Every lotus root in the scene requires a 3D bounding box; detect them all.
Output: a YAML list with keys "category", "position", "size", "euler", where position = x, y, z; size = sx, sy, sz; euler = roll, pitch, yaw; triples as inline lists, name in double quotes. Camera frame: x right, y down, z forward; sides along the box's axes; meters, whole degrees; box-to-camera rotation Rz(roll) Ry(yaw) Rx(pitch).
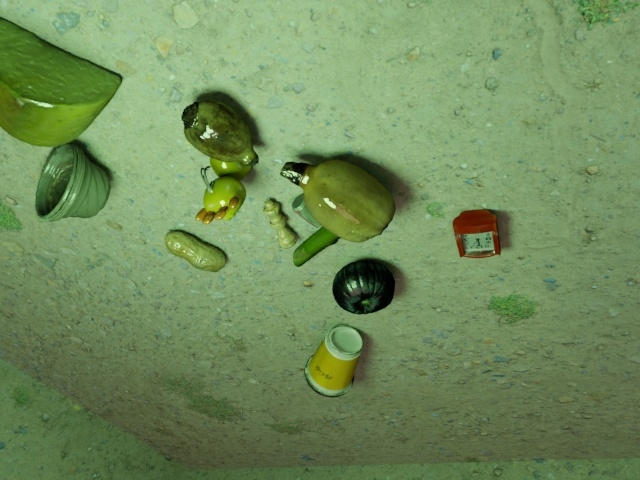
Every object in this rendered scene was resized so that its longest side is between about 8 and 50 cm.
- category: "lotus root"
  position: [-0.241, -0.256, 1.375]
  size: [0.138, 0.138, 0.214]
  euler: [-25, 128, 37]
- category: "lotus root"
  position: [0.044, -0.117, 1.427]
  size: [0.310, 0.182, 0.183]
  euler: [32, 137, -12]

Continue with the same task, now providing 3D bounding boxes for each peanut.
- category: "peanut"
  position: [-0.398, 0.035, 1.796]
  size: [0.214, 0.099, 0.099]
  euler: [36, 136, -17]

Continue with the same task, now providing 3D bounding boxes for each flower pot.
- category: "flower pot"
  position: [-0.687, -0.147, 1.580]
  size: [0.236, 0.235, 0.141]
  euler: [-19, 153, 33]

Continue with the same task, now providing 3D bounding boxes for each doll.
- category: "doll"
  position: [-0.248, -0.134, 1.450]
  size: [0.143, 0.220, 0.135]
  euler: [-12, 138, 32]

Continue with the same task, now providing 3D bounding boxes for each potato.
- category: "potato"
  position: [-0.700, -0.321, 1.358]
  size: [0.330, 0.212, 0.280]
  euler: [26, 138, -13]

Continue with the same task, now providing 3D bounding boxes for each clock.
- category: "clock"
  position: [0.426, -0.015, 1.527]
  size: [0.113, 0.061, 0.155]
  euler: [-4, 141, 20]

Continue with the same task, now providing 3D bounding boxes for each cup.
- category: "cup"
  position: [0.056, 0.446, 2.082]
  size: [0.196, 0.196, 0.279]
  euler: [16, 133, -4]

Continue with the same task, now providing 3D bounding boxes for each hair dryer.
- category: "hair dryer"
  position: [0.008, -0.099, 1.554]
  size: [0.154, 0.054, 0.106]
  euler: [-26, 131, 32]

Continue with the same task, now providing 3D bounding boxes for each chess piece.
- category: "chess piece"
  position: [-0.123, -0.052, 1.639]
  size: [0.060, 0.060, 0.172]
  euler: [-5, 135, 20]

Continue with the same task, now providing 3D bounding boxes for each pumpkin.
- category: "pumpkin"
  position: [0.132, 0.142, 1.731]
  size: [0.202, 0.140, 0.202]
  euler: [-4, 139, -3]

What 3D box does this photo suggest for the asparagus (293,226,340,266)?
- category: "asparagus"
  position: [0.000, -0.001, 1.661]
  size: [0.067, 0.060, 0.278]
  euler: [16, 145, -35]
